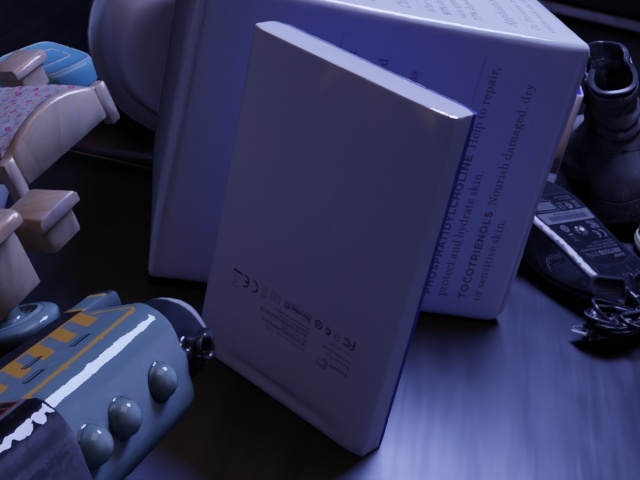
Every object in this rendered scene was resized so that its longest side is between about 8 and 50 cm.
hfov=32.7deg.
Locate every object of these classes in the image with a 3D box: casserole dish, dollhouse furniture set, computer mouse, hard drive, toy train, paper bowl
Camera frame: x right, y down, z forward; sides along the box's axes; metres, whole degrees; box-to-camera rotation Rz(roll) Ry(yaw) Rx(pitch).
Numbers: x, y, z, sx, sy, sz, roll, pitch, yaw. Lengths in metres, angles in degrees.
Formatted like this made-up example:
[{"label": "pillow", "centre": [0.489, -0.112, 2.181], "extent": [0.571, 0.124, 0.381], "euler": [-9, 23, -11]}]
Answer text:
[{"label": "casserole dish", "centre": [-0.393, -0.242, 1.545], "extent": [0.114, 0.037, 0.188], "euler": [19, 28, 12]}, {"label": "dollhouse furniture set", "centre": [-0.288, -0.122, 0.909], "extent": [0.303, 0.174, 0.355], "euler": [4, 40, 32]}, {"label": "computer mouse", "centre": [0.306, 0.030, 1.309], "extent": [0.188, 0.072, 0.272], "euler": [-5, 44, -35]}, {"label": "hard drive", "centre": [0.000, 0.000, 0.936], "extent": [0.210, 0.319, 0.040], "euler": [30, 31, 31]}, {"label": "toy train", "centre": [-0.202, 0.132, 0.734], "extent": [0.190, 0.142, 0.334], "euler": [-9, 16, 26]}, {"label": "paper bowl", "centre": [-0.158, -0.265, 1.418], "extent": [0.284, 0.284, 0.148], "euler": [7, 27, -12]}]

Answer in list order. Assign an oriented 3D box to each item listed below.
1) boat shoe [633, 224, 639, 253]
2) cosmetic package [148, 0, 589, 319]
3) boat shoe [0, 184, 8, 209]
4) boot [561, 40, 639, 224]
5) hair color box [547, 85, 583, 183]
[{"label": "boat shoe", "centre": [0.516, 0.022, 1.376], "extent": [0.095, 0.095, 0.257], "euler": [-11, 35, -40]}, {"label": "cosmetic package", "centre": [0.025, -0.149, 1.231], "extent": [0.393, 0.327, 0.329], "euler": [8, 27, -12]}, {"label": "boat shoe", "centre": [-0.384, -0.043, 1.096], "extent": [0.102, 0.108, 0.301], "euler": [13, 34, -4]}, {"label": "boot", "centre": [0.407, -0.184, 1.556], "extent": [0.118, 0.223, 0.338], "euler": [-9, 24, 2]}, {"label": "hair color box", "centre": [0.166, -0.169, 1.491], "extent": [0.338, 0.185, 0.110], "euler": [12, 27, 0]}]
